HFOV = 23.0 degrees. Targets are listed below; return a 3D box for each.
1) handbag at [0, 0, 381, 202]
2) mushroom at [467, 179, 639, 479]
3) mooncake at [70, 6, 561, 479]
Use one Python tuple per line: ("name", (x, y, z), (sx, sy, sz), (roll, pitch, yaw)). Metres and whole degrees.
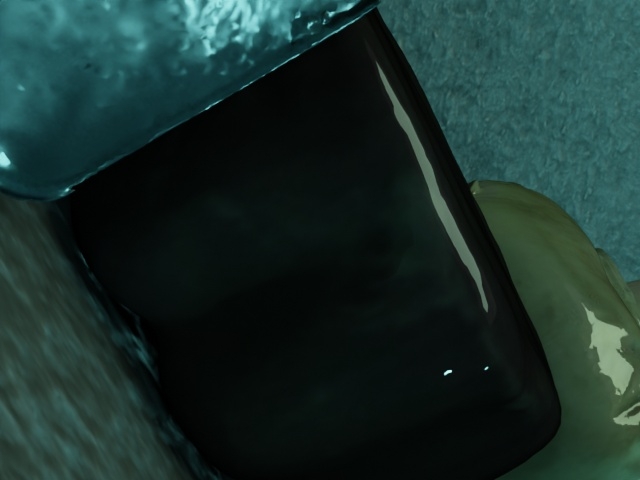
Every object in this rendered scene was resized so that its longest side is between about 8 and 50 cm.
("handbag", (-0.092, -0.132, 0.508), (0.229, 0.179, 0.062), (52, 13, -45))
("mushroom", (0.173, 0.124, 1.076), (0.356, 0.315, 0.315), (27, -1, 15))
("mooncake", (0.000, 0.000, 0.743), (0.306, 0.154, 0.306), (59, 9, -15))
